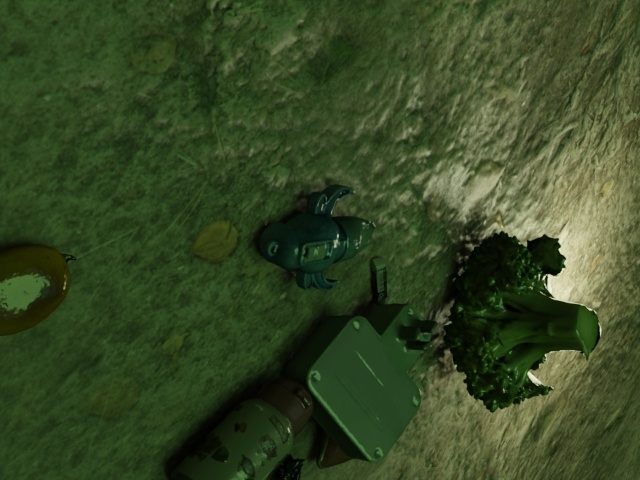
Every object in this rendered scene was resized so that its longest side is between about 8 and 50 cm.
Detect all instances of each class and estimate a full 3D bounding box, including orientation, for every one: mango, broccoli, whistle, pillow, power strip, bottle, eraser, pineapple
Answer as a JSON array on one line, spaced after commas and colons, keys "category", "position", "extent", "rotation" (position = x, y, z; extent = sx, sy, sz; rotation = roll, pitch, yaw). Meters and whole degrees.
[{"category": "mango", "position": [-0.368, 0.063, 1.026], "extent": [0.188, 0.066, 0.101], "rotation": [-25, 123, -32]}, {"category": "broccoli", "position": [0.404, 0.157, 1.848], "extent": [0.277, 0.318, 0.338], "rotation": [25, 46, -40]}, {"category": "whistle", "position": [0.000, 0.000, 1.431], "extent": [0.269, 0.093, 0.180], "rotation": [-8, 112, -55]}, {"category": "pillow", "position": [0.070, 0.337, 1.656], "extent": [0.171, 0.075, 0.179], "rotation": [-2, 107, -48]}, {"category": "power strip", "position": [0.100, 0.225, 1.546], "extent": [0.261, 0.141, 0.229], "rotation": [-48, 113, -28]}, {"category": "bottle", "position": [-0.112, 0.322, 1.397], "extent": [0.253, 0.120, 0.120], "rotation": [-42, 134, -33]}, {"category": "eraser", "position": [0.109, 0.077, 1.641], "extent": [0.027, 0.019, 0.099], "rotation": [-21, 122, -29]}, {"category": "pineapple", "position": [-0.052, 0.470, 1.559], "extent": [0.108, 0.108, 0.197], "rotation": [-20, 108, -45]}]
